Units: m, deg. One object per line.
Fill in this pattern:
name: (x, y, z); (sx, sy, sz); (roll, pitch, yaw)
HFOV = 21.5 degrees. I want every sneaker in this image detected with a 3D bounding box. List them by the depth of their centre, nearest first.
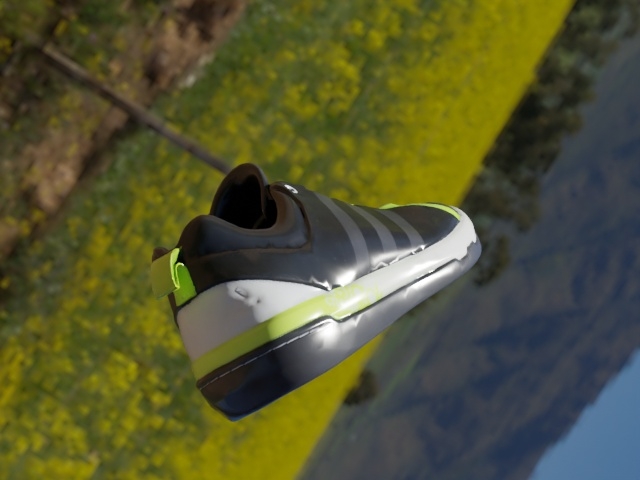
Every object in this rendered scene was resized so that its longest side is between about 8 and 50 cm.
sneaker: (0.000, 0.000, 0.772); (0.084, 0.097, 0.235); (-32, 179, 26)
